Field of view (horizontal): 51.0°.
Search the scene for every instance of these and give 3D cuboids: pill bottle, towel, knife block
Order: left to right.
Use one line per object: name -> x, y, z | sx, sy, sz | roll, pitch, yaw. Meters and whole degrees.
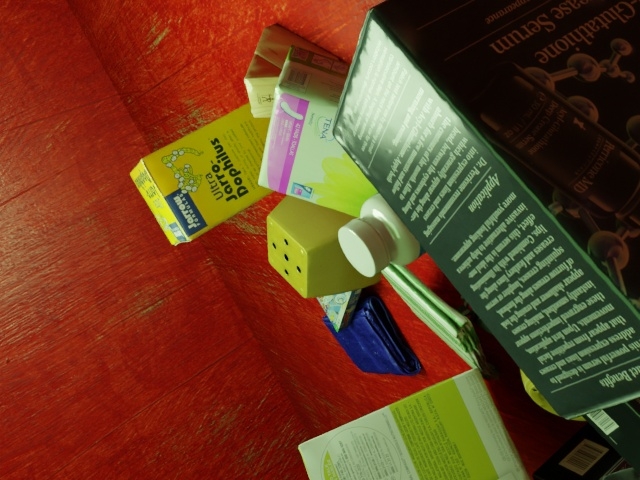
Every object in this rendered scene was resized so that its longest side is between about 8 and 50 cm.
knife block -> -0.008, -0.305, 1.252 | 0.088, 0.242, 0.276 | 81, -166, -44
towel -> 0.119, 0.259, 1.754 | 0.227, 0.076, 0.308 | 59, 159, -2
pill bottle -> 0.142, -0.037, 1.072 | 0.124, 0.221, 0.124 | 46, 156, 27
towel -> 0.220, 0.142, 1.270 | 0.248, 0.038, 0.325 | 43, 178, 35

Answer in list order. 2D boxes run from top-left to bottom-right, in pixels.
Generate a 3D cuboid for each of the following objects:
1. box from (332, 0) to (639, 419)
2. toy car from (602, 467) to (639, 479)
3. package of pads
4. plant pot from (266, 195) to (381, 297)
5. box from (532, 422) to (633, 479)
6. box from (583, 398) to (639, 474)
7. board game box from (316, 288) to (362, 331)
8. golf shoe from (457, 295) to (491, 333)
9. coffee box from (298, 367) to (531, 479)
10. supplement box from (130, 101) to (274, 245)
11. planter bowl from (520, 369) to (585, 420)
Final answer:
box -> 0.253, -0.081, 0.662 | 0.395, 0.293, 0.212 | 52, 159, 13
toy car -> 0.467, 0.310, 0.889 | 0.155, 0.188, 0.149 | 48, 157, 24
package of pads -> 0.029, -0.159, 1.104 | 0.229, 0.101, 0.296 | 18, 152, -1
plant pot -> 0.000, 0.000, 1.452 | 0.212, 0.187, 0.212 | 42, 147, 35
box -> 0.471, 0.440, 1.120 | 0.108, 0.153, 0.207 | 10, 131, 63
box -> 0.464, 0.222, 0.779 | 0.261, 0.184, 0.103 | 48, 155, 24
board game box -> 0.038, 0.119, 1.647 | 0.136, 0.035, 0.201 | 57, 155, 28
golf shoe -> 0.295, 0.068, 1.076 | 0.120, 0.105, 0.273 | 37, 161, 28
coffee box -> 0.199, 0.450, 1.199 | 0.338, 0.334, 0.337 | 66, -174, 16
supplement box -> -0.207, -0.162, 1.484 | 0.195, 0.356, 0.194 | 60, 159, -8
planter bowl -> 0.367, 0.201, 0.982 | 0.217, 0.090, 0.217 | 23, 150, 14
